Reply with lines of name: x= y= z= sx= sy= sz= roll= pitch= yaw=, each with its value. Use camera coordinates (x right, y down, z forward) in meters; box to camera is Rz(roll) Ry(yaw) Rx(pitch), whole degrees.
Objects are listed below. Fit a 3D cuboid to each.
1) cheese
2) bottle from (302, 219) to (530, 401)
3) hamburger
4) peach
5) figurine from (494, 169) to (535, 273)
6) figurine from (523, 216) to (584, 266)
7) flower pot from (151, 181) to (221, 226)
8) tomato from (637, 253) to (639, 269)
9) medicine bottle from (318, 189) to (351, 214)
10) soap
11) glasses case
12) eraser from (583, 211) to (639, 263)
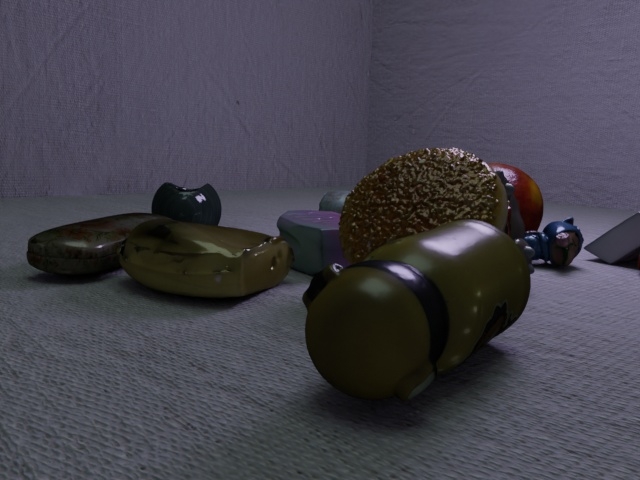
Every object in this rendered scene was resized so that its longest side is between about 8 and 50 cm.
cheese: x=-0.231 y=0.029 z=1.069 sx=0.315 sy=0.128 sz=0.259 roll=11 pitch=4 yaw=18
bottle: x=0.117 y=0.079 z=0.686 sx=0.171 sy=0.172 sz=0.351 roll=8 pitch=14 yaw=34
hamburger: x=0.176 y=-0.030 z=0.992 sx=0.302 sy=0.170 sz=0.302 roll=-8 pitch=52 yaw=11
peach: x=0.432 y=-0.081 z=1.493 sx=0.280 sy=0.238 sz=0.281 roll=5 pitch=22 yaw=-2
figurine: x=0.276 y=-0.020 z=1.242 sx=0.203 sy=0.248 sz=0.380 roll=-23 pitch=8 yaw=-36
figurine: x=0.534 y=0.019 z=1.352 sx=0.178 sy=0.114 sz=0.144 roll=-9 pitch=16 yaw=2
flower pot: x=-0.371 y=-0.083 z=1.599 sx=0.189 sy=0.157 sz=0.243 roll=-1 pitch=10 yaw=-6
tomato: x=0.827 y=0.020 z=1.252 sx=0.200 sy=0.140 sz=0.233 roll=3 pitch=6 yaw=-36
medicine bottle: x=0.082 y=-0.062 z=1.585 sx=0.143 sy=0.147 sz=0.147 roll=9 pitch=12 yaw=24
soap: x=0.000 y=0.000 z=1.316 sx=0.192 sy=0.109 sz=0.324 roll=-2 pitch=11 yaw=-18
glasses case: x=-0.451 y=0.000 z=1.255 sx=0.156 sy=0.098 sz=0.425 roll=8 pitch=10 yaw=11
eraser: x=0.888 y=-0.018 z=1.493 sx=0.396 sy=0.082 sz=0.213 roll=-5 pitch=-28 yaw=-34
